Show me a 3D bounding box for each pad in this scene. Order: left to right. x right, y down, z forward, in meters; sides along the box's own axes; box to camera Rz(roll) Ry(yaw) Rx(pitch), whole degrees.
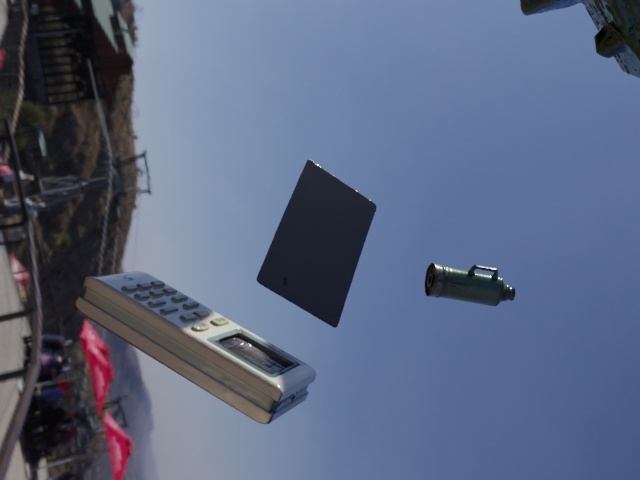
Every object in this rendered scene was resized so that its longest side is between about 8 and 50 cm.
[{"bbox_3d":[0.000,0.000,1.094,0.009,0.159,0.265,-32,-150,51],"label":"pad"}]

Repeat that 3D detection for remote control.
[{"bbox_3d":[-0.145,0.114,0.764,0.055,0.277,0.103,-68,161,10],"label":"remote control"}]

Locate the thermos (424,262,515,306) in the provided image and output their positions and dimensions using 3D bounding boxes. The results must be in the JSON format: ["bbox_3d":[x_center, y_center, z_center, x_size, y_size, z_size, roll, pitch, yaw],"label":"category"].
[{"bbox_3d":[0.323,0.094,1.392,0.073,0.187,0.083,162,-62,-81],"label":"thermos"}]

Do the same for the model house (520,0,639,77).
[{"bbox_3d":[0.607,-0.531,1.319,0.382,0.342,0.334,41,-25,-24],"label":"model house"}]
